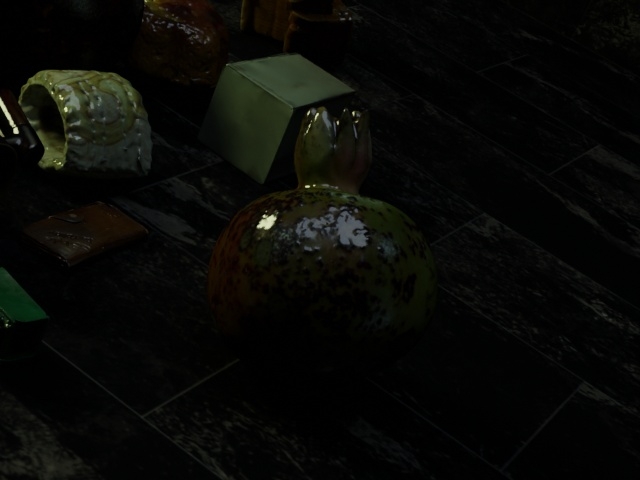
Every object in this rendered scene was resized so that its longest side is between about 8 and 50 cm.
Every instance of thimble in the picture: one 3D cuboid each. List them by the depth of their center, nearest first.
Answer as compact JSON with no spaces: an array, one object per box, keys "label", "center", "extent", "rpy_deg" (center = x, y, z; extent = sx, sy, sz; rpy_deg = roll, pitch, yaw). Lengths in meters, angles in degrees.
[{"label":"thimble","center":[-0.336,-0.159,1.795],"extent":[0.143,0.137,0.190],"rpy_deg":[-1,51,-43]}]

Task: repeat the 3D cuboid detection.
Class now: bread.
[{"label":"bread","center":[-0.268,-0.348,2.178],"extent":[0.232,0.135,0.247],"rpy_deg":[8,30,-21]}]

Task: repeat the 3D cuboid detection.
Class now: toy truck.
[{"label":"toy truck","center":[-0.385,0.071,1.416],"extent":[0.147,0.065,0.079],"rpy_deg":[40,29,27]}]

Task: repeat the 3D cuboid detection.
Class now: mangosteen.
[{"label":"mangosteen","center":[-0.414,-0.402,1.998],"extent":[0.288,0.288,0.288],"rpy_deg":[19,28,-10]}]

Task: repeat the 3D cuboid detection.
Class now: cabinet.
[{"label":"cabinet","center":[-0.072,-0.209,2.075],"extent":[0.150,0.145,0.206],"rpy_deg":[34,29,19]}]

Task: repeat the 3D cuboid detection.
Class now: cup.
[{"label":"cup","center":[-0.467,-0.138,1.578],"extent":[0.177,0.166,0.239],"rpy_deg":[37,63,17]}]

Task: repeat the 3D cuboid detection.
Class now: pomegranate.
[{"label":"pomegranate","center":[0.000,0.000,1.538],"extent":[0.284,0.341,0.285],"rpy_deg":[3,-9,0]}]

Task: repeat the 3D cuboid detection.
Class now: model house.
[{"label":"model house","center":[-0.035,-0.479,2.547],"extent":[0.229,0.199,0.220],"rpy_deg":[22,39,5]}]

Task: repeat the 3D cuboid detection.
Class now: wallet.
[{"label":"wallet","center":[-0.313,-0.010,1.661],"extent":[0.095,0.026,0.176],"rpy_deg":[31,27,19]}]

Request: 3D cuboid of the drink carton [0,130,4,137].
[{"label":"drink carton","center":[-0.478,-0.166,1.754],"extent":[0.084,0.075,0.200],"rpy_deg":[-2,38,-40]}]
